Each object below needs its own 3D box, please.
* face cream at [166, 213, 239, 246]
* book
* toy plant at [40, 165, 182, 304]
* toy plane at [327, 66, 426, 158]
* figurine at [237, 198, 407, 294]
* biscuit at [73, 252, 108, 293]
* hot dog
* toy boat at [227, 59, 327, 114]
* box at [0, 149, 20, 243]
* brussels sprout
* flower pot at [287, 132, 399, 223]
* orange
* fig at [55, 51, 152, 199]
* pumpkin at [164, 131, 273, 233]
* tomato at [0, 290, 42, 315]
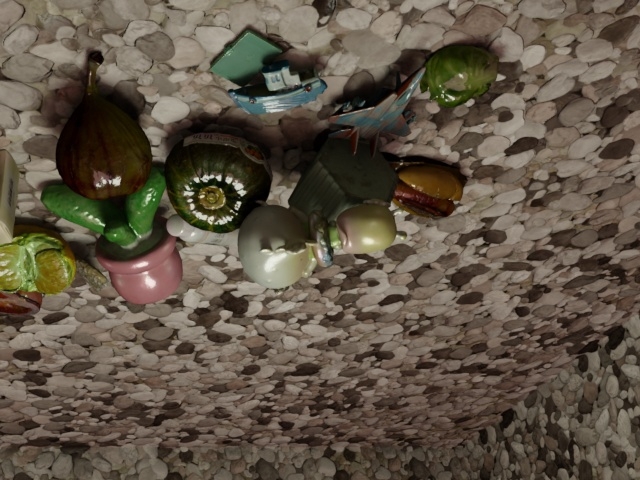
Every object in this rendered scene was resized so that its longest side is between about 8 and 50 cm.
[{"bbox_3d":[-0.305,-0.029,2.066,0.082,0.081,0.269,-25,167,21],"label":"face cream"},{"bbox_3d":[-0.164,-0.393,1.711,0.103,0.017,0.135,21,136,-41],"label":"book"},{"bbox_3d":[-0.506,-0.006,2.032,0.317,0.210,0.356,-11,134,4],"label":"toy plant"},{"bbox_3d":[0.151,-0.312,1.829,0.223,0.104,0.326,8,146,-25],"label":"toy plane"},{"bbox_3d":[0.000,0.000,1.802,0.395,0.226,0.274,-10,-172,10],"label":"figurine"},{"bbox_3d":[-0.647,0.086,2.192,0.133,0.032,0.250,44,161,-8],"label":"biscuit"},{"bbox_3d":[0.258,-0.125,2.134,0.326,0.107,0.194,4,144,-18],"label":"hot dog"},{"bbox_3d":[-0.097,-0.347,1.742,0.215,0.088,0.102,-15,123,2],"label":"toy boat"},{"bbox_3d":[-0.790,-0.091,1.816,0.168,0.211,0.095,-8,145,-4],"label":"box"},{"bbox_3d":[0.316,-0.374,1.803,0.181,0.100,0.139,-6,128,13],"label":"brussels sprout"},{"bbox_3d":[0.058,-0.127,1.990,0.209,0.239,0.189,-22,158,-42],"label":"flower pot"},{"bbox_3d":[-0.761,0.044,2.070,0.238,0.158,0.179,2,129,-16],"label":"orange"},{"bbox_3d":[-0.477,-0.255,1.730,0.217,0.217,0.320,-2,116,-11],"label":"fig"},{"bbox_3d":[-0.250,-0.145,1.917,0.261,0.189,0.260,-1,121,-2],"label":"pumpkin"},{"bbox_3d":[-0.887,0.127,2.203,0.199,0.112,0.228,-7,152,17],"label":"tomato"}]
